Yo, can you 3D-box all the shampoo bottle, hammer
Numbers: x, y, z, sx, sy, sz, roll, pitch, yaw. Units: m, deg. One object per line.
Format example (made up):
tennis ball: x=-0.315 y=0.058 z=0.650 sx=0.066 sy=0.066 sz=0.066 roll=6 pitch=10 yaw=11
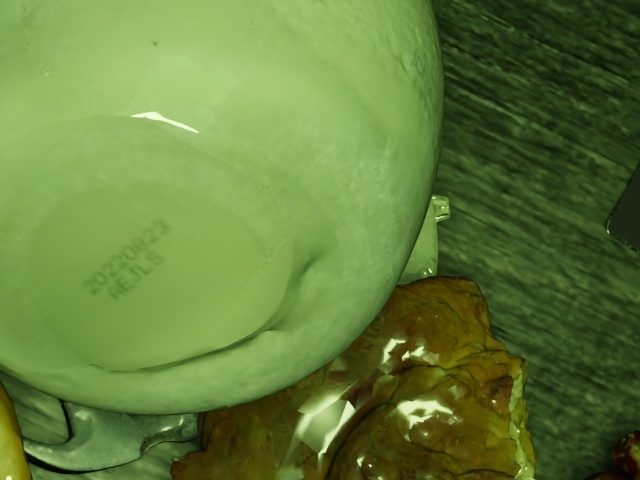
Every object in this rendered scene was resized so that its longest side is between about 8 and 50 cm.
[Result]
shampoo bottle: x=-0.088 y=-0.075 z=0.902 sx=0.322 sy=0.322 sz=0.317 roll=1 pitch=43 yaw=-10
hammer: x=-0.188 y=0.014 z=1.047 sx=0.137 sy=0.037 sz=0.290 roll=-18 pitch=83 yaw=-22

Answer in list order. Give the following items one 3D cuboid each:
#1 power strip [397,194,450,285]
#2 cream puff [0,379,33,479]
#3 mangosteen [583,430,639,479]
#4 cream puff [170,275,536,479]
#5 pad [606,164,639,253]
power strip: x=0.000 y=0.000 z=1.083 sx=0.175 sy=0.042 sz=0.075 roll=-1 pitch=81 yaw=-9
cream puff: x=-0.332 y=0.175 z=0.897 sx=0.327 sy=0.231 sz=0.343 roll=30 pitch=79 yaw=-21
mangosteen: x=0.215 y=0.245 z=1.008 sx=0.215 sy=0.215 sz=0.257 roll=7 pitch=57 yaw=-9
cream puff: x=0.034 y=0.150 z=0.987 sx=0.241 sy=0.155 sz=0.269 roll=-34 pitch=56 yaw=5
pad: x=0.349 y=-0.002 z=1.163 sx=0.265 sy=0.009 sz=0.159 roll=33 pitch=77 yaw=-5
